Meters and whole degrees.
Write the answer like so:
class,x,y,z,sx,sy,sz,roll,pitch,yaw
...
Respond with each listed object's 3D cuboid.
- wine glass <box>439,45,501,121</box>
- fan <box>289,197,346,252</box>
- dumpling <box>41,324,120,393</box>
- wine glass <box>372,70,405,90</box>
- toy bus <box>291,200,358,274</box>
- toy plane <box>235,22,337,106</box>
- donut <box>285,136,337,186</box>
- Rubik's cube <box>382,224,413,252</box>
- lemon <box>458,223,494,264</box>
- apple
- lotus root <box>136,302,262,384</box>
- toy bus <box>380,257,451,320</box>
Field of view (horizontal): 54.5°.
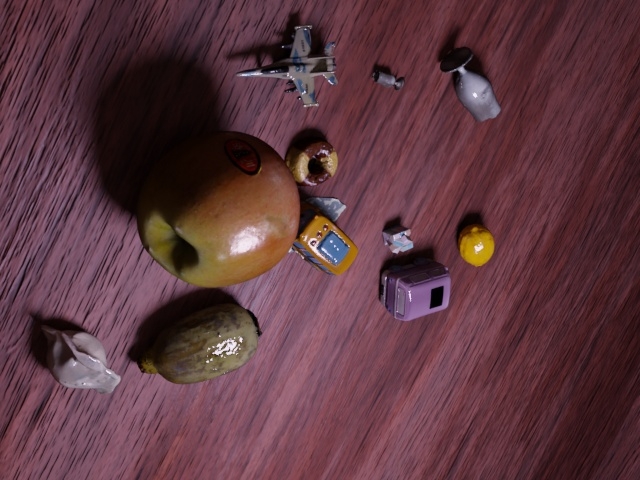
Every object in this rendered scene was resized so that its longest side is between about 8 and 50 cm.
class,x,y,z,sx,sy,sz,roll,pitch,yaw
wine glass,0.427,-0.431,1.746,0.103,0.103,0.222,-51,126,-6
fan,-0.031,-0.044,1.667,0.240,0.009,0.131,-35,123,-16
dumpling,-0.531,0.271,1.392,0.229,0.151,0.124,57,48,-34
wine glass,0.178,-0.423,1.631,0.083,0.042,0.039,11,73,-33
toy bus,0.000,0.000,1.614,0.126,0.136,0.209,-51,123,-7
toy plane,-0.078,-0.404,1.456,0.262,0.088,0.192,-11,109,-18
donut,-0.017,-0.198,1.587,0.140,0.059,0.140,-11,111,-30
Rubik's cube,0.228,0.002,1.808,0.075,0.084,0.073,-15,113,-9
lemon,0.491,0.017,1.960,0.114,0.114,0.155,-31,126,-19
apple,-0.224,-0.066,1.327,0.305,0.338,0.338,-31,123,-35
lotus root,-0.295,0.263,1.537,0.309,0.173,0.173,-21,119,-17
toy bus,0.294,0.146,1.867,0.202,0.142,0.142,-13,115,-28
